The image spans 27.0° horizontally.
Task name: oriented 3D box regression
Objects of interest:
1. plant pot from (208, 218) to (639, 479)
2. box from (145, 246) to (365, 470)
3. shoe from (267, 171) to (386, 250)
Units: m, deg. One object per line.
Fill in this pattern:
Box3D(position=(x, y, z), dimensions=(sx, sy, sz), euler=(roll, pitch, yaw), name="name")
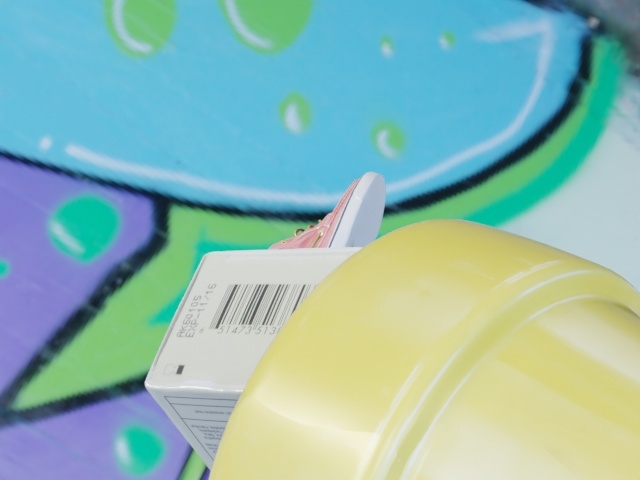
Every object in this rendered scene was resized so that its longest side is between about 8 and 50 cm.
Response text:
Box3D(position=(0.118, 0.139, 0.565), dimensions=(0.239, 0.254, 0.254), euler=(19, 157, 40), name="plant pot")
Box3D(position=(0.019, 0.151, 0.969), dimensions=(0.148, 0.121, 0.311), euler=(-1, 138, 28), name="box")
Box3D(position=(0.000, 0.000, 1.313), dimensions=(0.081, 0.178, 0.063), euler=(10, 147, 25), name="shoe")
